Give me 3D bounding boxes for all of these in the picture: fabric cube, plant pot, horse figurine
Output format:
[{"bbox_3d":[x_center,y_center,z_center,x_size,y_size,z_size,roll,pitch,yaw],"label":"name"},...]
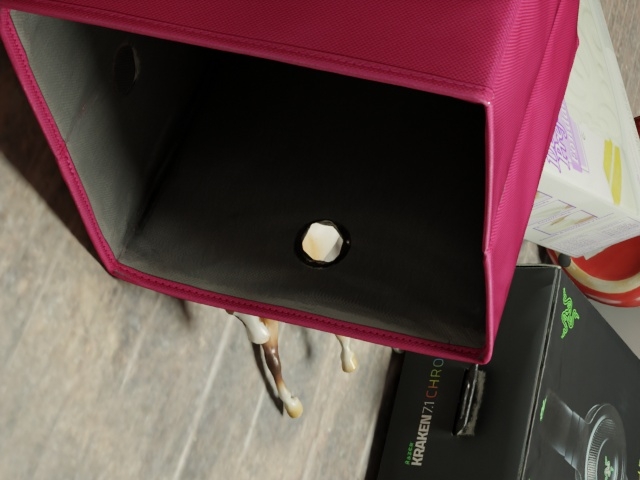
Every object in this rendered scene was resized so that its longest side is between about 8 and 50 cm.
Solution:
[{"bbox_3d":[0.008,-0.121,0.784,0.259,0.254,0.258,80,26,-56],"label":"fabric cube"},{"bbox_3d":[0.329,-0.027,1.369,0.174,0.191,0.191,-22,106,-48],"label":"plant pot"},{"bbox_3d":[0.000,0.000,0.991,0.263,0.066,0.174,-61,140,-36],"label":"horse figurine"}]

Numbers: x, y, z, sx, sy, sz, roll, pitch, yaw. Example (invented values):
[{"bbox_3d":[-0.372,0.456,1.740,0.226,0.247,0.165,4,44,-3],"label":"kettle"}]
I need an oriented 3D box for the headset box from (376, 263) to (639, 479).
[{"bbox_3d":[0.170,0.178,1.162,0.283,0.131,0.246,42,56,-48],"label":"headset box"}]

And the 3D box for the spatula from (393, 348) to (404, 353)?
[{"bbox_3d":[0.098,-0.032,1.176,0.168,0.019,0.242,-8,94,-56],"label":"spatula"}]

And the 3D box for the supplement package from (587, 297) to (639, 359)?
[{"bbox_3d":[0.377,0.171,1.358,0.204,0.261,0.145,-56,132,-42],"label":"supplement package"}]

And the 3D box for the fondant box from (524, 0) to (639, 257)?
[{"bbox_3d":[0.169,-0.130,1.156,0.330,0.096,0.238,14,60,-56],"label":"fondant box"}]
